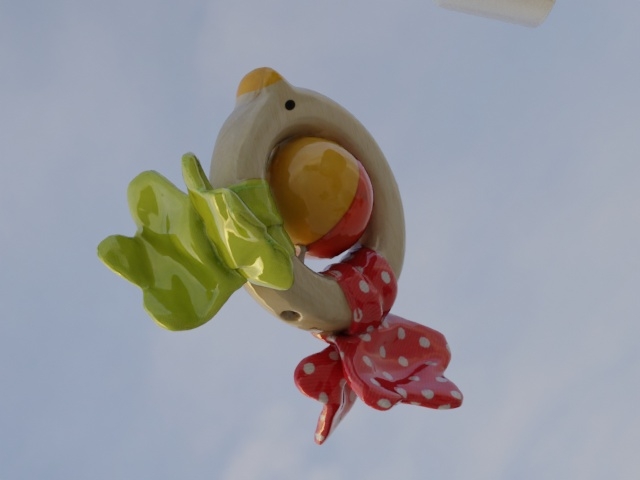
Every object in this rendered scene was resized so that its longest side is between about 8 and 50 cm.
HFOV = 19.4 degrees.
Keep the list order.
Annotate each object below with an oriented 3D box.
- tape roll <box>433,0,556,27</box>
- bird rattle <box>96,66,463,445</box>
[{"bbox_3d":[0.144,-0.326,1.151,0.072,0.392,0.392,12,-66,-1],"label":"tape roll"},{"bbox_3d":[0.000,0.000,1.213,0.253,0.143,0.207,29,-123,-27],"label":"bird rattle"}]
